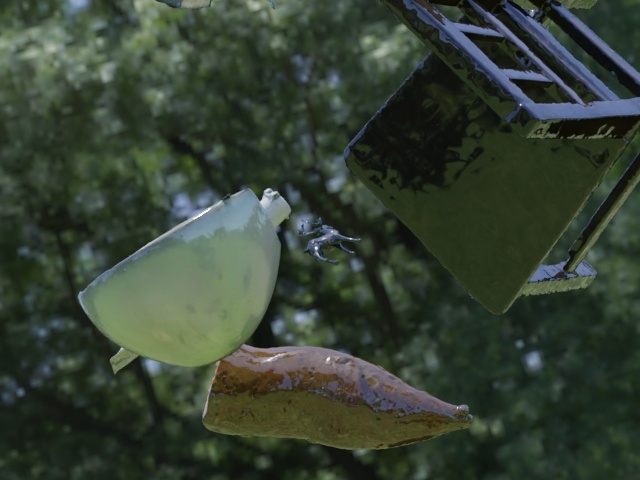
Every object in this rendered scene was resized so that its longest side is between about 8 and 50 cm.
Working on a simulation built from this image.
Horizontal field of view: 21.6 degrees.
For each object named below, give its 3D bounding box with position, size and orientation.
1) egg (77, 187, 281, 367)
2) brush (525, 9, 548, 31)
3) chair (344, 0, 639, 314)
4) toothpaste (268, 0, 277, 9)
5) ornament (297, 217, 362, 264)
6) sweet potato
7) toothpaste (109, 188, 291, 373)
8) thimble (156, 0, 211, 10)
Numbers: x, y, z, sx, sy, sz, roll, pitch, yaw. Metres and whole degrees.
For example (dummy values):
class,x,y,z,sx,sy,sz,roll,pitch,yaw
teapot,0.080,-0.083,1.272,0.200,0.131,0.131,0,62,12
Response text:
class,x,y,z,sx,sy,sz,roll,pitch,yaw
egg,-0.160,0.073,1.980,0.271,0.161,0.206,-32,0,42
brush,0.325,-0.321,2.547,0.043,0.248,0.036,32,-46,-23
chair,0.141,-0.078,1.398,0.240,0.203,0.416,-53,-21,27
toothpaste,-0.112,-0.394,2.195,0.036,0.056,0.205,-31,-61,2
ornament,0.000,0.000,2.492,0.073,0.125,0.028,-28,-54,-24
sweet potato,0.026,0.200,2.114,0.337,0.131,0.131,6,-15,8
toothpaste,-0.158,0.057,2.192,0.314,0.056,0.058,-44,-54,-14
thimble,-0.179,-0.371,1.688,0.150,0.271,0.271,-54,-8,-17
